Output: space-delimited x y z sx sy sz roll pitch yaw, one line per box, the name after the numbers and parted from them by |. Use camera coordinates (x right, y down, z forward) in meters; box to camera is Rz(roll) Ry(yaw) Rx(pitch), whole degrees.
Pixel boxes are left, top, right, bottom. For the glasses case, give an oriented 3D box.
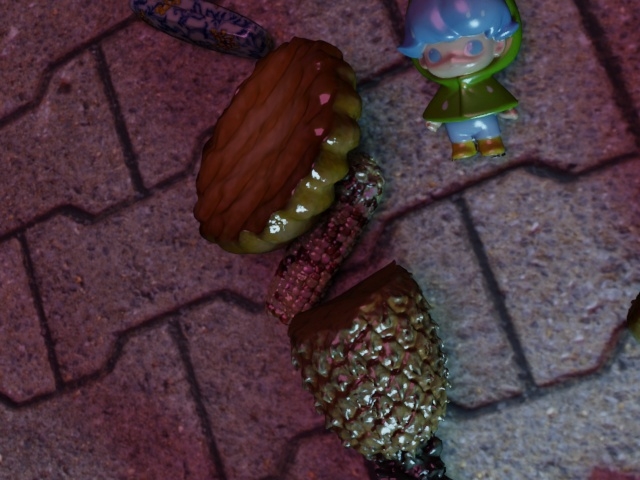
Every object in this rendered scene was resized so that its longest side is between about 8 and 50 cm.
-0.190 -0.340 1.336 0.248 0.087 0.065 23 82 25 | glasses case

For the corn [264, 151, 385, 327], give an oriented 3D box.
0.000 0.000 1.220 0.092 0.092 0.280 33 101 23 | corn

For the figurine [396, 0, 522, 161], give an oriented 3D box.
0.191 -0.239 1.137 0.162 0.143 0.263 -4 101 32 | figurine

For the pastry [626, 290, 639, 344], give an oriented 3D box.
0.438 0.062 0.955 0.093 0.182 0.192 55 145 8 | pastry

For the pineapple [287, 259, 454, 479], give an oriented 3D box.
0.099 0.226 1.125 0.202 0.202 0.362 -22 95 21 | pineapple

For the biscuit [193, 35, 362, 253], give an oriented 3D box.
-0.056 -0.124 1.195 0.326 0.107 0.326 -30 48 39 | biscuit
